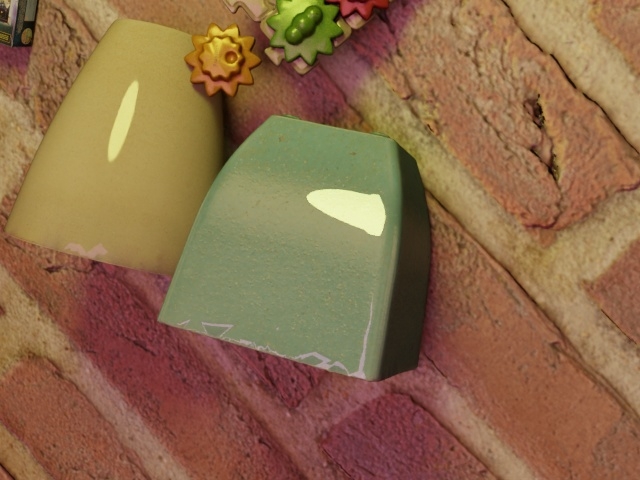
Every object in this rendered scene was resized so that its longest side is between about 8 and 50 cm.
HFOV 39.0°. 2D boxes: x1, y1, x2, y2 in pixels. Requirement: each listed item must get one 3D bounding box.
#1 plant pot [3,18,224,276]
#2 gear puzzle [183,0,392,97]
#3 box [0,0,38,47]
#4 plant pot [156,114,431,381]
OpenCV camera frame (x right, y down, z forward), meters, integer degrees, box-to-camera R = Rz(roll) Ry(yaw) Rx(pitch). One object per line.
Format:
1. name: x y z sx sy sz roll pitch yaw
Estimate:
1. plant pot: -0.216 -0.113 1.085 0.256 0.256 0.274 15 91 16
2. gear puzzle: -0.022 -0.292 1.001 0.339 0.044 0.175 -40 87 3
3. box: -0.483 -0.368 1.209 0.233 0.044 0.159 20 109 14
4. plant pot: 0.000 0.000 1.026 0.247 0.248 0.252 13 89 17
